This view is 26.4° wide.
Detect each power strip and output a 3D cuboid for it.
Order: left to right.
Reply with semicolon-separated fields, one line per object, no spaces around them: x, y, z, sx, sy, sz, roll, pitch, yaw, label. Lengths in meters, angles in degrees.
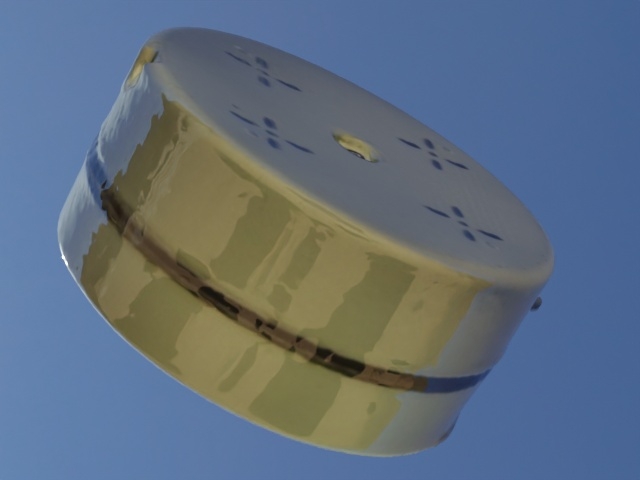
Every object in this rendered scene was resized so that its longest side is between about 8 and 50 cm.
0.000;0.000;0.998;0.358;0.357;0.161;31;-71;3;power strip
